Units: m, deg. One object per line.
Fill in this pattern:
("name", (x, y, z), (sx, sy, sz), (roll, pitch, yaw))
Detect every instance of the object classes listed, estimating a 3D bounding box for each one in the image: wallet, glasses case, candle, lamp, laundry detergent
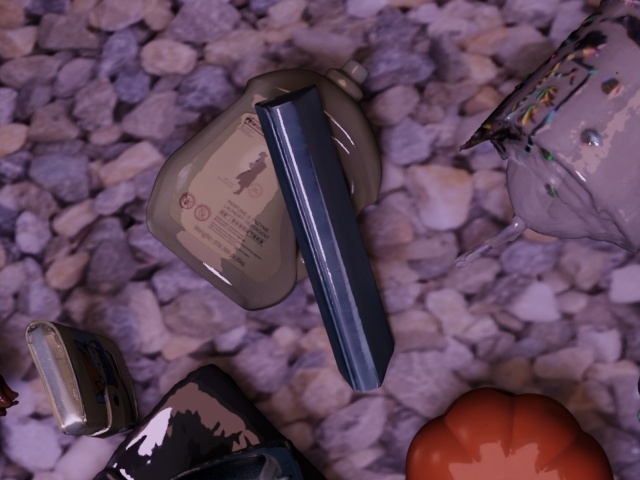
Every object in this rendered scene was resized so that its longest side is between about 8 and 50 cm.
("wallet", (-0.217, 0.131, 1.045), (0.039, 0.155, 0.110), (-25, 78, 5))
("glasses case", (0.000, 0.000, 1.006), (0.056, 0.105, 0.266), (-14, 103, 16))
("wallet", (-0.039, 0.329, 1.027), (0.406, 0.062, 0.228), (42, 90, 14))
("candle", (0.248, -0.084, 0.986), (0.330, 0.187, 0.187), (-45, 76, 3))
("lamp", (0.159, 0.219, 0.958), (0.187, 0.164, 0.188), (-1, 82, 8))
("laundry detergent", (-0.038, -0.069, 1.078), (0.181, 0.091, 0.253), (40, 89, 5))

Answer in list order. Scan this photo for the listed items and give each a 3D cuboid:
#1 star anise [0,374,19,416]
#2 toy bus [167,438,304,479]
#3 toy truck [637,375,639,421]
("star anise", (-0.397, 0.137, 1.009), (0.237, 0.346, 0.148), (30, 105, -22))
("toy bus", (-0.051, 0.310, 0.917), (0.133, 0.165, 0.271), (-20, 79, 7))
("toy truck", (0.382, 0.070, 0.947), (0.155, 0.156, 0.279), (23, 87, 13))
